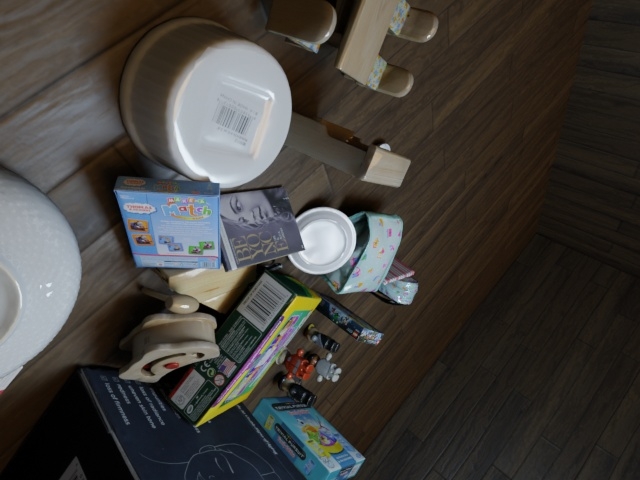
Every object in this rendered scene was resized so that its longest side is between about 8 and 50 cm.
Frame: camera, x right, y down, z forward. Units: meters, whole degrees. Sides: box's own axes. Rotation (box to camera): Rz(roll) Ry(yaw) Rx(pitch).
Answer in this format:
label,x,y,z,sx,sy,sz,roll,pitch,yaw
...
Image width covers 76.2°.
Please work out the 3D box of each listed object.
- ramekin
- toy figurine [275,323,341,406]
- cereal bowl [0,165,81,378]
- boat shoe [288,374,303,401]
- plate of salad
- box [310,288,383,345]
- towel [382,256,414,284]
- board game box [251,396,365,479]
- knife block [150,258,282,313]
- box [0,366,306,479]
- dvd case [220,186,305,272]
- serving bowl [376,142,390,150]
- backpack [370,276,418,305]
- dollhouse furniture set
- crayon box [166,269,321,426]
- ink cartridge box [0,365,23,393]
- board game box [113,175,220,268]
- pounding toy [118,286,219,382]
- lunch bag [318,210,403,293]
label,x,y,z,sx,sy,sz,roll,pitch,yaw
ramekin,-0.181,-0.227,0.712,0.277,0.135,0.277,-31,137,-33
toy figurine,-0.043,0.414,1.369,0.210,0.148,0.212,-35,132,-38
cereal bowl,-0.483,0.060,0.514,0.339,0.141,0.338,-17,116,-39
boat shoe,-0.086,0.528,1.488,0.056,0.049,0.152,-26,134,-34
plate of salad,0.000,0.000,1.135,0.200,0.048,0.199,-5,112,-11
box,0.072,0.243,1.296,0.044,0.233,0.159,-58,145,-1
towel,0.229,0.097,1.452,0.197,0.144,0.029,-10,129,-46
board game box,-0.041,0.679,1.411,0.079,0.336,0.254,-58,145,2
knife block,-0.204,0.033,0.929,0.242,0.088,0.275,-53,145,-7
box,-0.303,0.553,0.874,0.297,0.480,0.472,-55,145,0
dvd case,-0.142,-0.033,0.922,0.221,0.018,0.164,-15,85,-43
serving bowl,0.170,-0.250,1.210,0.083,0.027,0.083,-31,138,-32
backpack,0.268,0.163,1.516,0.152,0.182,0.115,-9,123,-46
dollhouse furniture set,0.097,-0.341,0.820,0.362,0.257,0.393,-3,119,-57
crayon box,-0.168,0.258,1.039,0.362,0.106,0.313,-52,167,-2
ink cartridge box,-0.575,0.212,0.646,0.099,0.056,0.135,-53,145,-6
board game box,-0.262,-0.022,0.736,0.160,0.039,0.211,3,142,-12
pounding toy,-0.309,0.185,0.866,0.154,0.154,0.270,18,135,-43
lunch bag,0.132,0.024,1.267,0.224,0.160,0.262,4,119,-51
